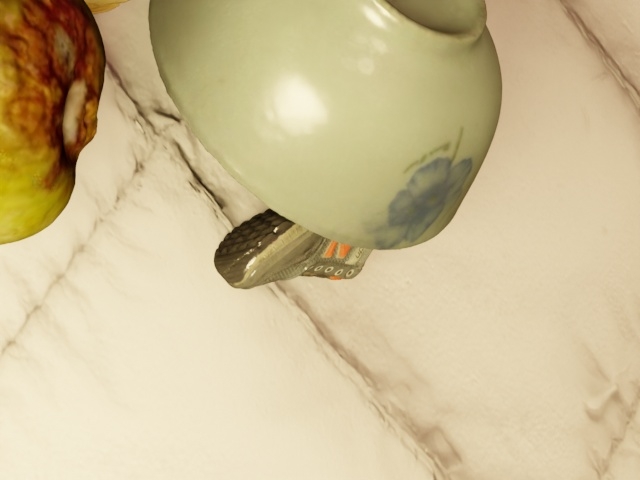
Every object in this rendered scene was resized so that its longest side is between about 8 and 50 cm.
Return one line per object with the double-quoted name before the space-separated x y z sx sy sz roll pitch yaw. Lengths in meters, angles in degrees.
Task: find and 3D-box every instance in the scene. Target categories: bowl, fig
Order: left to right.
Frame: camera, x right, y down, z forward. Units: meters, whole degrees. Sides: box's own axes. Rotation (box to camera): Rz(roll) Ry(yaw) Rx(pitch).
"fig" -0.226 -0.097 1.174 0.191 0.181 0.181 26 54 -8
"bowl" 0.031 -0.149 1.404 0.289 0.146 0.289 25 42 -25

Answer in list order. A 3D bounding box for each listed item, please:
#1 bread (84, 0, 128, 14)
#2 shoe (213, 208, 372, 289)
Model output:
"bread" -0.181 -0.215 1.326 0.106 0.082 0.125 19 51 -51
"shoe" -0.001 0.001 1.429 0.194 0.074 0.077 -37 107 -48
